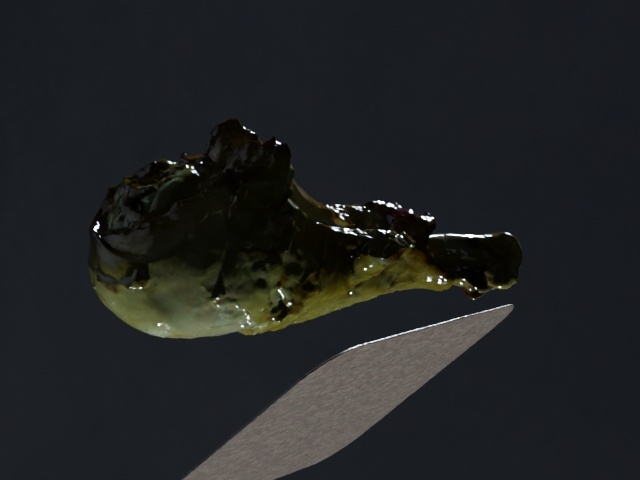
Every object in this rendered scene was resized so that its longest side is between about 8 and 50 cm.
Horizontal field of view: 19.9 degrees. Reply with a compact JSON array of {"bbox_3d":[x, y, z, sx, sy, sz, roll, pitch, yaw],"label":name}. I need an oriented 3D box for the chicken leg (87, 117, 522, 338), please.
[{"bbox_3d":[0.000,0.000,0.674,0.093,0.178,0.070,-57,-142,38],"label":"chicken leg"}]

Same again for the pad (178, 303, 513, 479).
[{"bbox_3d":[0.007,0.099,1.053,0.176,0.002,0.266,-42,165,24],"label":"pad"}]
